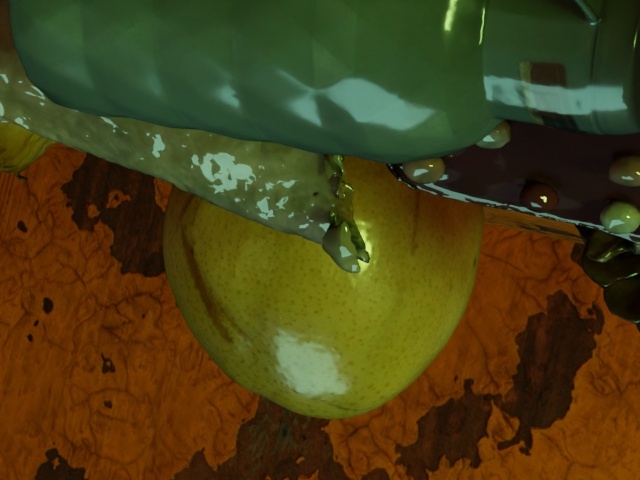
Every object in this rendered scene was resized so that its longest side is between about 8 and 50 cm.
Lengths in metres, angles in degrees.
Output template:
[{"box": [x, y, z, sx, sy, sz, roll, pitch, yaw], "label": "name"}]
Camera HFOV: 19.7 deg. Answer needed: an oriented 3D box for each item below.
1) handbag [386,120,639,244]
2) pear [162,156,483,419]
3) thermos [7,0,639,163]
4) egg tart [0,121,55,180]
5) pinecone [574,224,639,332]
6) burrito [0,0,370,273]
[{"box": [0.150, -0.074, 1.100, 0.203, 0.074, 0.216, 15, 160, -2], "label": "handbag"}, {"box": [0.000, 0.000, 1.709, 0.314, 0.314, 0.314, 14, 178, 0], "label": "pear"}, {"box": [0.009, -0.114, 0.800, 0.286, 0.145, 0.182, 10, 163, 23], "label": "thermos"}, {"box": [-0.332, -0.151, 1.424, 0.443, 0.178, 0.443, 12, 179, 0], "label": "egg tart"}, {"box": [0.268, -0.018, 1.289, 0.184, 0.179, 0.204, -9, 154, 14], "label": "pinecone"}, {"box": [-0.107, -0.120, 0.995, 0.347, 0.175, 0.107, 20, 171, 13], "label": "burrito"}]
